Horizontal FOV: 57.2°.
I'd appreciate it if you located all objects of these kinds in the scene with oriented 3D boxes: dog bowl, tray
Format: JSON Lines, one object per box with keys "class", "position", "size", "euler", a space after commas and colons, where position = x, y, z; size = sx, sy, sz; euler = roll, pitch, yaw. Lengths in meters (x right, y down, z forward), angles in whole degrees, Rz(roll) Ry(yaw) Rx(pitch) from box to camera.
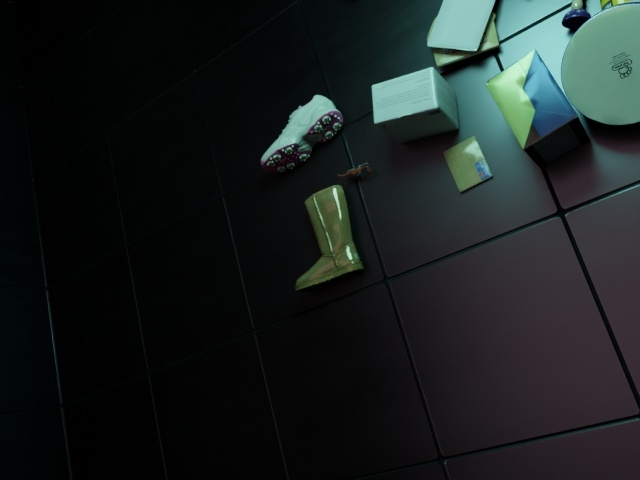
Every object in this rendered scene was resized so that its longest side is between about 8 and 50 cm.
{"class": "dog bowl", "position": [0.688, -0.398, 1.329], "size": [0.265, 0.104, 0.265], "euler": [11, 114, 25]}
{"class": "tray", "position": [0.406, -0.639, 1.615], "size": [0.145, 0.030, 0.270], "euler": [17, 81, 30]}

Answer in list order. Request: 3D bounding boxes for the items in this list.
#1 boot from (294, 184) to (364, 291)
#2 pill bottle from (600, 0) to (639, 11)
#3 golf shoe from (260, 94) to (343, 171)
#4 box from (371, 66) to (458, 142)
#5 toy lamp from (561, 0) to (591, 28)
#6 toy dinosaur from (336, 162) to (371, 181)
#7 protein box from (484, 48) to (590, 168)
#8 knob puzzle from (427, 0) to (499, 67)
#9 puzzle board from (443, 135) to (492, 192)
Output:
{"class": "boot", "position": [0.000, 0.000, 1.770], "size": [0.236, 0.089, 0.269], "euler": [-22, 72, 16]}
{"class": "pill bottle", "position": [0.722, -0.570, 1.394], "size": [0.103, 0.103, 0.184], "euler": [-10, 77, 30]}
{"class": "golf shoe", "position": [-0.070, -0.335, 1.854], "size": [0.306, 0.115, 0.140], "euler": [-34, 56, 16]}
{"class": "box", "position": [0.260, -0.363, 1.601], "size": [0.181, 0.182, 0.119], "euler": [-9, 76, 30]}
{"class": "toy lamp", "position": [0.649, -0.677, 1.470], "size": [0.080, 0.080, 0.274], "euler": [1, 83, 32]}
{"class": "toy dinosaur", "position": [0.110, -0.199, 1.740], "size": [0.082, 0.090, 0.047], "euler": [-24, 86, 59]}
{"class": "protein box", "position": [0.526, -0.310, 1.418], "size": [0.136, 0.201, 0.200], "euler": [-32, 68, 24]}
{"class": "knob puzzle", "position": [0.394, -0.587, 1.639], "size": [0.213, 0.030, 0.213], "euler": [-8, 71, 23]}
{"class": "puzzle board", "position": [0.399, -0.207, 1.594], "size": [0.096, 0.011, 0.128], "euler": [-27, 70, 24]}
